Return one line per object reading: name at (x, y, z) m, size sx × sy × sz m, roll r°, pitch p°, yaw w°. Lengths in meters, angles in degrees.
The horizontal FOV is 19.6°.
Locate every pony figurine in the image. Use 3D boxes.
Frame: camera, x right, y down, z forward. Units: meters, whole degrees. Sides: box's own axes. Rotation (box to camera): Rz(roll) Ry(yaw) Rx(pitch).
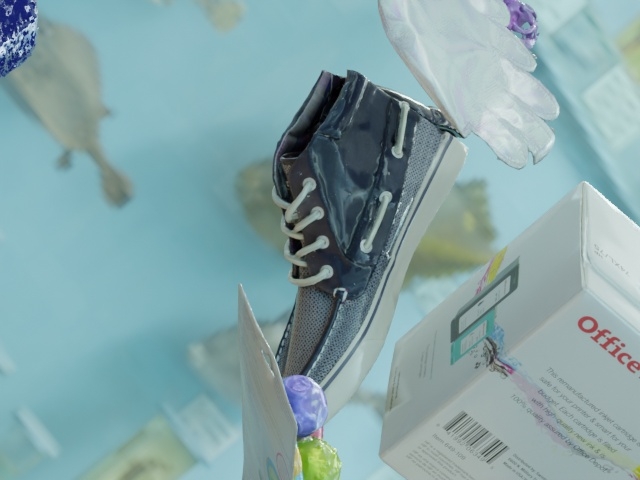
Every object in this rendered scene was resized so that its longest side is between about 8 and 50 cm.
pony figurine at (0.114, -0.255, 1.476) m, size 0.351 × 0.303 × 0.363 m, roll 46°, pitch -12°, yaw -3°

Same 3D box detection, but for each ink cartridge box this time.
ink cartridge box at (0.223, 0.128, 1.746) m, size 0.198 × 0.270 × 0.197 m, roll 39°, pitch 28°, yaw -16°

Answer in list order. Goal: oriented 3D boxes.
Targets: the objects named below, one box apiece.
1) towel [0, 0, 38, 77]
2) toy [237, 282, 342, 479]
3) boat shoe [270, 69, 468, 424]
towel at (-0.304, -0.192, 1.250) m, size 0.308 × 0.076 × 0.227 m, roll -41°, pitch 127°, yaw -62°
toy at (-0.019, 0.154, 1.338) m, size 0.237 × 0.056 × 0.137 m, roll 95°, pitch -23°, yaw -44°
boat shoe at (0.000, 0.000, 1.745) m, size 0.158 × 0.340 × 0.127 m, roll 32°, pitch -15°, yaw -28°
